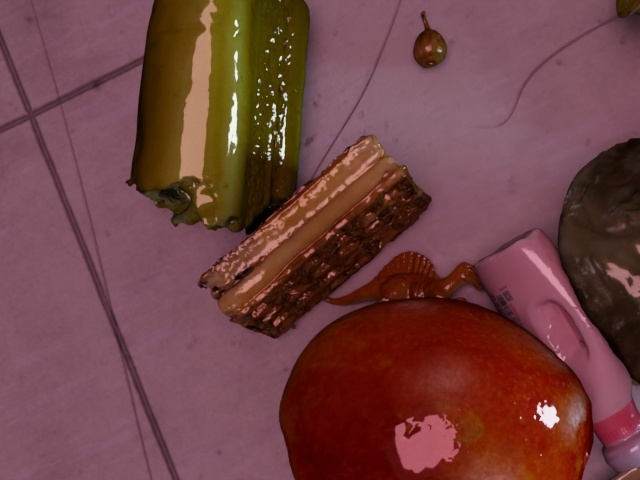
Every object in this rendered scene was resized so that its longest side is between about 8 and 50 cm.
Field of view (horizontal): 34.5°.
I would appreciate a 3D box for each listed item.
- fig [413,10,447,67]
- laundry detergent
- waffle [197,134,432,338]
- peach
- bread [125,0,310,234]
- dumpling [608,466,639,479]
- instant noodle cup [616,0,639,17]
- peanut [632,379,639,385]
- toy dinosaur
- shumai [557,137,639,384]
[{"bbox_3d":[0.155,-0.289,1.480,0.050,0.050,0.083,-10,71,10],"label":"fig"},{"bbox_3d":[0.336,0.148,1.371,0.088,0.159,0.335,-31,86,-22],"label":"laundry detergent"},{"bbox_3d":[0.001,0.001,1.401,0.308,0.213,0.091,-42,72,4],"label":"waffle"},{"bbox_3d":[0.148,0.245,1.291,0.389,0.388,0.388,-1,87,10],"label":"peach"},{"bbox_3d":[-0.145,-0.202,1.436,0.208,0.251,0.376,7,90,27],"label":"bread"},{"bbox_3d":[0.400,0.429,1.355,0.243,0.187,0.318,15,74,48],"label":"dumpling"},{"bbox_3d":[0.554,-0.394,1.290,0.254,0.325,0.325,21,91,3],"label":"instant noodle cup"},{"bbox_3d":[0.419,0.098,1.390,0.093,0.083,0.194,-14,89,-26],"label":"peanut"},{"bbox_3d":[0.115,0.067,1.461,0.212,0.057,0.142,25,87,12],"label":"toy dinosaur"},{"bbox_3d":[0.509,0.000,1.216,0.397,0.323,0.324,46,62,7],"label":"shumai"}]
